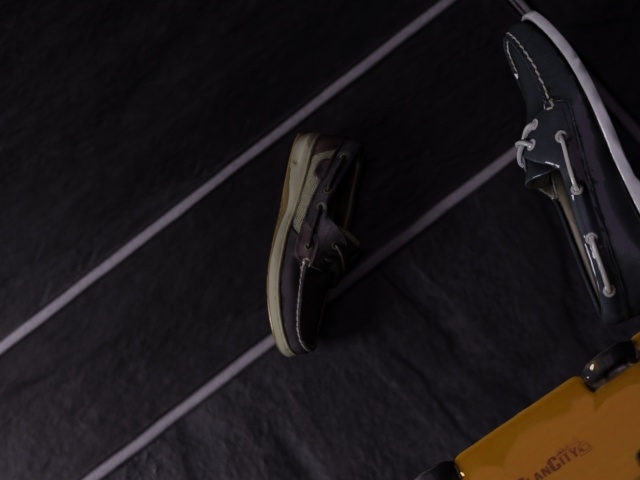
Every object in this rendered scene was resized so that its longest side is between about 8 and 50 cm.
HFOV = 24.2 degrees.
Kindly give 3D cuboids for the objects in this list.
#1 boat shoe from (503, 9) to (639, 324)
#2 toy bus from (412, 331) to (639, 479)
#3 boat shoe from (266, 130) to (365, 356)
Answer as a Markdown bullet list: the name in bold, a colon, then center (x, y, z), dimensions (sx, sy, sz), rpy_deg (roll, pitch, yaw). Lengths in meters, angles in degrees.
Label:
- **boat shoe**: center (0.227, -0.069, 1.348), dimensions (0.091, 0.114, 0.302), rpy_deg (-26, 68, 0)
- **toy bus**: center (0.220, 0.184, 1.263), dimensions (0.333, 0.130, 0.108), rpy_deg (-35, 69, 3)
- **boat shoe**: center (0.000, 0.000, 1.406), dimensions (0.073, 0.080, 0.223), rpy_deg (-1, 69, 20)
